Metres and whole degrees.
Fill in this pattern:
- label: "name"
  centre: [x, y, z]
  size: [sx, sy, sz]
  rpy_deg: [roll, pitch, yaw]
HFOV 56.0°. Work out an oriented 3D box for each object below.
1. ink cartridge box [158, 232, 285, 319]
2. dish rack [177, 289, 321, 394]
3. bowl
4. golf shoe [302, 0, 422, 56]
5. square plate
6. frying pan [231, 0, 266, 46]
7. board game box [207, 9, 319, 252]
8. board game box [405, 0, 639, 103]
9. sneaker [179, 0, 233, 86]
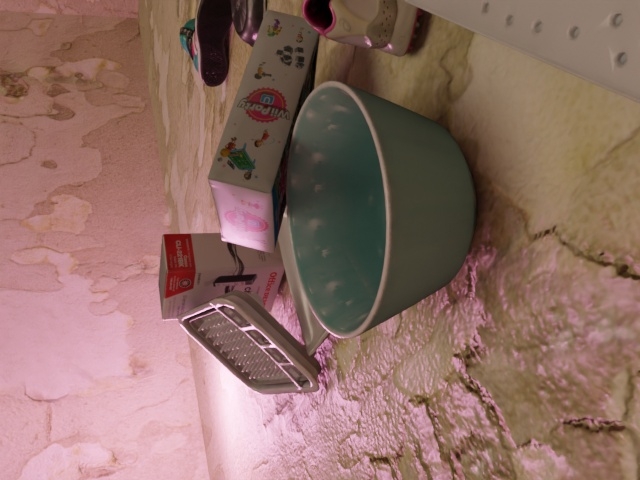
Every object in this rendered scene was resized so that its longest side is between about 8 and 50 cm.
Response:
- label: "ink cartridge box"
  centre: [-0.236, 0.083, 1.426]
  size: [0.197, 0.272, 0.114]
  rpy_deg: [111, 149, -46]
- label: "dish rack"
  centre: [-0.152, 0.221, 1.320]
  size: [0.285, 0.072, 0.332]
  rpy_deg: [45, 147, -13]
- label: "bowl"
  centre: [0.082, -0.042, 0.766]
  size: [0.311, 0.163, 0.312]
  rpy_deg: [175, 90, -69]
- label: "golf shoe"
  centre: [0.027, -0.359, 0.868]
  size: [0.306, 0.140, 0.115]
  rpy_deg: [-122, 32, -51]
- label: "square plate"
  centre: [0.000, 0.000, 1.130]
  size: [0.344, 0.049, 0.347]
  rpy_deg: [121, 138, -57]
- label: "frying pan"
  centre: [-0.182, -0.636, 1.453]
  size: [0.197, 0.053, 0.326]
  rpy_deg: [-177, 79, -67]
- label: "board game box"
  centre: [-0.082, -0.164, 0.951]
  size: [0.224, 0.097, 0.304]
  rpy_deg: [99, -175, -68]
- label: "board game box"
  centre: [0.219, -0.356, 0.485]
  size: [0.390, 0.050, 0.390]
  rpy_deg: [-128, 38, -49]
- label: "sneaker"
  centre: [-0.327, -0.614, 1.721]
  size: [0.178, 0.123, 0.296]
  rpy_deg: [54, 145, 36]
